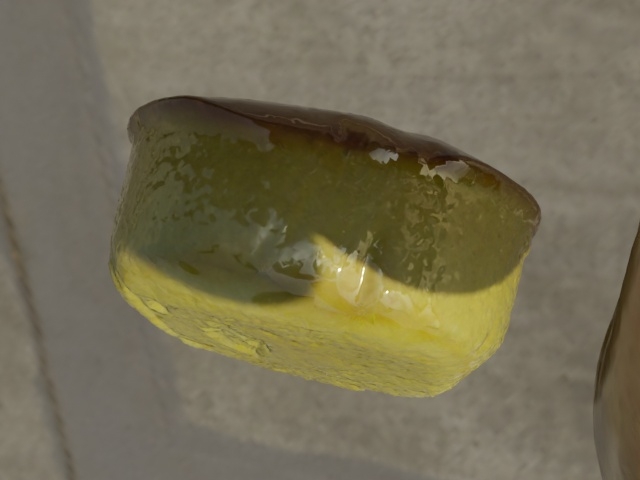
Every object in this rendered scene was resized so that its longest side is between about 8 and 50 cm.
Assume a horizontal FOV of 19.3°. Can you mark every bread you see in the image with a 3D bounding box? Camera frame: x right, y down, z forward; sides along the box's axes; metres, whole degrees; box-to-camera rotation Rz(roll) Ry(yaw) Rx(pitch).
[{"bbox_3d":[0.000,0.000,1.159,0.270,0.270,0.148,-1,70,43],"label":"bread"}]

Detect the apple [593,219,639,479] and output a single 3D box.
[{"bbox_3d":[0.259,0.029,0.590,0.364,0.364,0.364,22,127,32],"label":"apple"}]
